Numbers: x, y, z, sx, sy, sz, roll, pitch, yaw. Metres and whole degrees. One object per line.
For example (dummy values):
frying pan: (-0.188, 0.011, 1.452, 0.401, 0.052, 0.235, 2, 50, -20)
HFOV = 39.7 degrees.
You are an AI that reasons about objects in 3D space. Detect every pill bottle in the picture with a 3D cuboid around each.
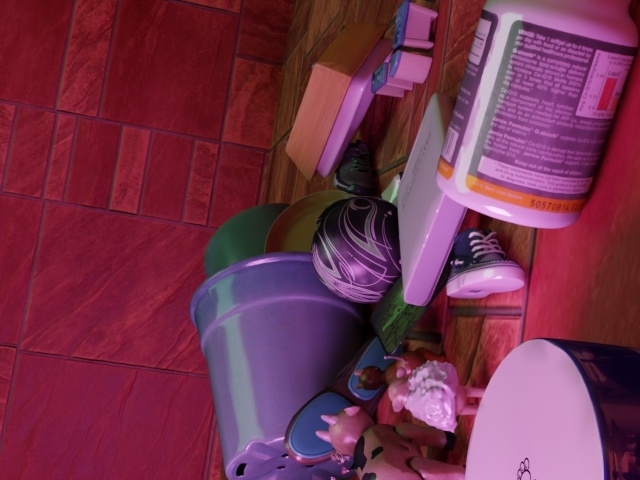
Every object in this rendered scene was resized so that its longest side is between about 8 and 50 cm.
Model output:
pill bottle: (0.227, -0.165, 0.904, 0.162, 0.162, 0.278, -110, 33, -68)

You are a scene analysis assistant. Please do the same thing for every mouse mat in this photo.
mouse mat: (0.141, 0.072, 1.326, 0.189, 0.007, 0.152, -53, 17, 10)

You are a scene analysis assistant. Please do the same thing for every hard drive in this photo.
hard drive: (0.164, -0.072, 1.331, 0.307, 0.040, 0.203, -87, 12, -58)

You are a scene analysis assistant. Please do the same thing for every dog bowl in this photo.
dog bowl: (0.221, 0.219, 0.761, 0.265, 0.104, 0.265, -170, 90, -78)

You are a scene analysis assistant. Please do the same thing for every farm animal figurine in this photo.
farm animal figurine: (0.079, 0.306, 1.194, 0.327, 0.172, 0.330, -178, 98, -78)

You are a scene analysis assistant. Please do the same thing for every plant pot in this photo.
plant pot: (0.000, 0.000, 1.803, 0.032, 0.236, 0.236, 59, -156, -48)
plant pot: (-0.092, 0.103, 1.949, 0.235, 0.293, 0.293, -113, 33, -47)
plant pot: (-0.059, 0.252, 1.594, 0.341, 0.341, 0.334, 114, 154, -50)

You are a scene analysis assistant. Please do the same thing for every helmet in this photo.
helmet: (0.068, 0.024, 1.483, 0.169, 0.169, 0.161, 116, 161, -54)

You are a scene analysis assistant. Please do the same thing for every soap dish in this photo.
soap dish: (0.037, -0.297, 1.849, 0.229, 0.118, 0.291, -59, -5, -44)

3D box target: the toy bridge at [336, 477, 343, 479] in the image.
toy bridge: (0.033, 0.379, 1.718, 0.188, 0.026, 0.063, -93, 18, -45)

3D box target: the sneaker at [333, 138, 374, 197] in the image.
sneaker: (0.073, -0.155, 1.836, 0.223, 0.083, 0.098, -118, 44, -72)

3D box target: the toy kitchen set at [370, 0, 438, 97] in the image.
toy kitchen set: (0.131, -0.390, 1.636, 0.166, 0.122, 0.207, 162, 118, -77)

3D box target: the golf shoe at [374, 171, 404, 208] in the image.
golf shoe: (0.100, -0.044, 1.583, 0.077, 0.094, 0.198, -93, 18, -50)

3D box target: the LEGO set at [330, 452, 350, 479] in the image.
LEGO set: (0.028, 0.309, 1.112, 0.054, 0.023, 0.083, 20, 94, 63)

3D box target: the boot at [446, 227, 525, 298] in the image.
boot: (0.200, 0.021, 1.101, 0.190, 0.069, 0.086, 143, 133, -76)

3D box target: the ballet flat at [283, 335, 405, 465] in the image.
ballet flat: (0.041, 0.262, 1.387, 0.280, 0.095, 0.096, -40, -16, -35)
